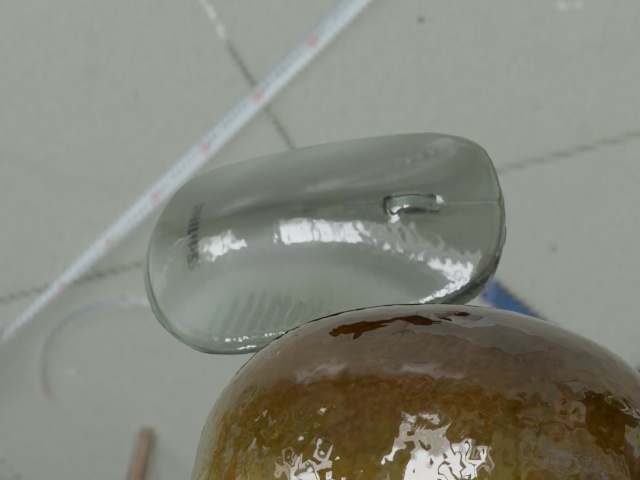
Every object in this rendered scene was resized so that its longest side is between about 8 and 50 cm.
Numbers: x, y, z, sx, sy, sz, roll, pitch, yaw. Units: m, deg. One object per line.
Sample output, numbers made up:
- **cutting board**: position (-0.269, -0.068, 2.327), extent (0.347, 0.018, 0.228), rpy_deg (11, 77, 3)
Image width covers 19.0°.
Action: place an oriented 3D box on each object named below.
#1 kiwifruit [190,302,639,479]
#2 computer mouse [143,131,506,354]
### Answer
- **kiwifruit**: position (0.050, 0.123, 0.908), extent (0.234, 0.196, 0.196), rpy_deg (5, 138, 23)
- **computer mouse**: position (-0.002, -0.003, 1.674), extent (0.330, 0.197, 0.095), rpy_deg (-11, 149, 15)
